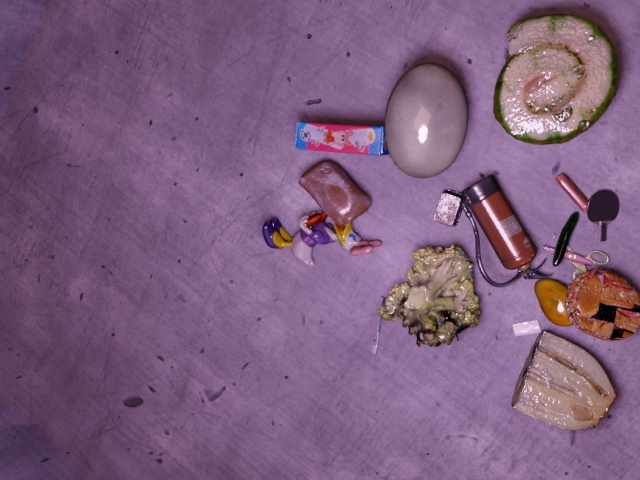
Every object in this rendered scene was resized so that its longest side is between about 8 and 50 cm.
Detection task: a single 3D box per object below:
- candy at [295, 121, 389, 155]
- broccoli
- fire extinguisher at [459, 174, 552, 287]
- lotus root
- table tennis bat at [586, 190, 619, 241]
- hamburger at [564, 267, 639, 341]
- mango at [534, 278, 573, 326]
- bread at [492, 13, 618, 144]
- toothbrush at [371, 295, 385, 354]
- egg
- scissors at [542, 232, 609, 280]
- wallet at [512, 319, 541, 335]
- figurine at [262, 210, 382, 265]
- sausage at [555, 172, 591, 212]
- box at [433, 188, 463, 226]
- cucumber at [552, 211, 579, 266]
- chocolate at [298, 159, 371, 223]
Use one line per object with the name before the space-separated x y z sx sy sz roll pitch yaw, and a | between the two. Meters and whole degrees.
candy | 0.085 -0.346 1.947 0.306 0.157 0.100 8 101 20
broccoli | 0.368 0.182 1.843 0.293 0.281 0.347 34 110 26
fire extinguisher | 0.560 -0.005 1.828 0.200 0.113 0.376 -32 86 11
lotus root | 0.772 0.452 1.807 0.260 0.149 0.267 22 87 13
table tennis bat | 0.859 -0.074 1.750 0.095 0.014 0.158 -5 103 1
hamburger | 0.847 0.187 1.717 0.231 0.107 0.231 0 86 -1
mango | 0.746 0.192 1.805 0.111 0.089 0.163 -23 82 22
bread | 0.677 -0.481 1.712 0.366 0.129 0.382 -37 83 22
toothbrush | 0.209 0.307 2.071 0.019 0.016 0.219 14 104 28
egg | 0.329 -0.371 1.795 0.258 0.258 0.352 12 99 19
scissors | 0.790 0.053 1.803 0.187 0.020 0.133 37 102 13
wallet | 0.677 0.288 1.887 0.083 0.011 0.044 -14 92 23
figurine | -0.005 -0.004 2.036 0.421 0.154 0.193 -7 100 23
sausage | 0.781 -0.145 1.773 0.030 0.035 0.147 -38 82 -2
box | 0.424 -0.105 1.897 0.084 0.069 0.122 20 104 17
cucumber | 0.759 -0.004 1.788 0.036 0.033 0.184 24 95 43
chocolate | 0.050 -0.180 1.971 0.161 0.083 0.261 -39 67 -15
